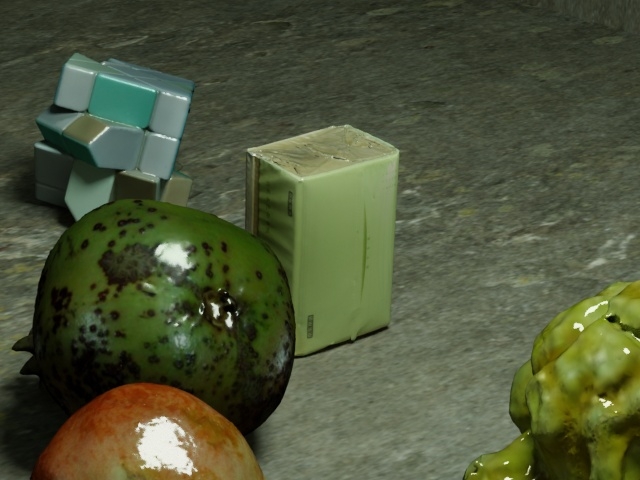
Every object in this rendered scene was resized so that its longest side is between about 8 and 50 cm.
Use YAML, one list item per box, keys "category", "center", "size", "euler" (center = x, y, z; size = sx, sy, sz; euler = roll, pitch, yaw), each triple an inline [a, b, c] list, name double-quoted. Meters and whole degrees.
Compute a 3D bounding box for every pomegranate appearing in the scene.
- category: "pomegranate"
  center: [-0.193, 0.106, 1.949]
  size: [0.285, 0.285, 0.341]
  euler: [-19, 0, -42]

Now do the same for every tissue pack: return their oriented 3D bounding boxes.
- category: "tissue pack"
  center: [0.000, 0.000, 2.201]
  size: [0.159, 0.234, 0.125]
  euler: [-16, 30, -36]

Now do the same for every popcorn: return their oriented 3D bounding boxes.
- category: "popcorn"
  center: [0.323, 0.174, 1.771]
  size: [0.336, 0.279, 0.274]
  euler: [11, 40, -11]

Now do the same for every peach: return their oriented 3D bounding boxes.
- category: "peach"
  center: [-0.148, 0.242, 1.616]
  size: [0.232, 0.232, 0.257]
  euler: [1, 1, -5]

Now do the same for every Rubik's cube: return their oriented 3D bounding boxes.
- category: "Rubik's cube"
  center: [-0.276, -0.128, 2.544]
  size: [0.224, 0.213, 0.265]
  euler: [16, 11, -4]
